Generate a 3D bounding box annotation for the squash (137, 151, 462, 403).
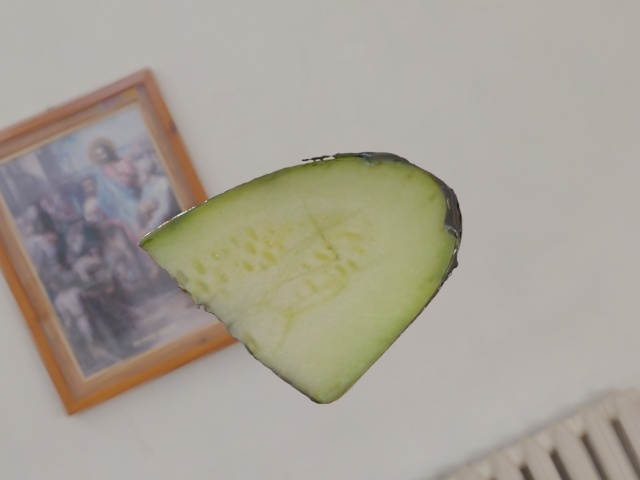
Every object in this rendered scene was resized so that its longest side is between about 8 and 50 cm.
[{"bbox_3d":[0.000,0.000,0.956,0.204,0.237,0.155,-19,-36,-53],"label":"squash"}]
